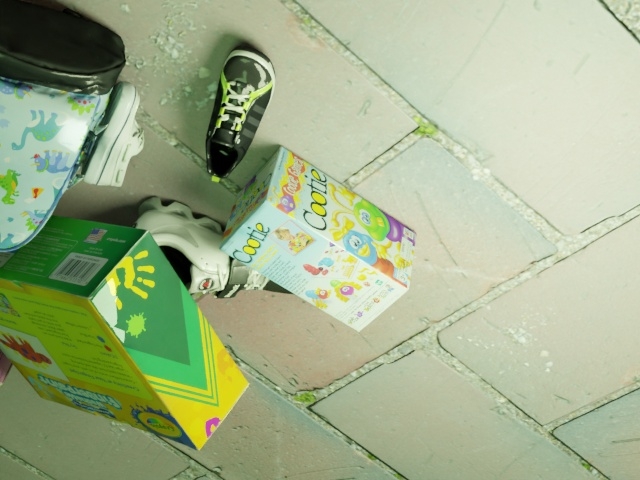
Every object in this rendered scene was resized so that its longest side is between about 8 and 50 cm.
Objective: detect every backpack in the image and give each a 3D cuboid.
[{"bbox_3d":[-0.478,-0.158,1.659,0.290,0.273,0.355,16,133,-30],"label":"backpack"}]

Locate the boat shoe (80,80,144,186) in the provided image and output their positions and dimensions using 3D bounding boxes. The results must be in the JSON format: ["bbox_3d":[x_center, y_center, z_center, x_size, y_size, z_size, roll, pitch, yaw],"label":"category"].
[{"bbox_3d":[-0.317,-0.168,1.783,0.076,0.083,0.226,13,144,-21],"label":"boat shoe"}]

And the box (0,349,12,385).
[{"bbox_3d":[-0.755,0.211,2.185,0.214,0.117,0.243,-31,120,34],"label":"box"}]

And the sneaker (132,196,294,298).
[{"bbox_3d":[-0.169,0.050,1.896,0.331,0.146,0.122,17,132,-6],"label":"sneaker"}]

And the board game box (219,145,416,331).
[{"bbox_3d":[0.000,0.000,1.812,0.275,0.142,0.144,32,131,-17],"label":"board game box"}]

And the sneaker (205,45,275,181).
[{"bbox_3d":[-0.126,-0.183,1.702,0.084,0.097,0.234,15,133,-2],"label":"sneaker"}]

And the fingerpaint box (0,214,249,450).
[{"bbox_3d":[-0.392,0.139,1.907,0.445,0.163,0.371,8,138,41],"label":"fingerpaint box"}]
